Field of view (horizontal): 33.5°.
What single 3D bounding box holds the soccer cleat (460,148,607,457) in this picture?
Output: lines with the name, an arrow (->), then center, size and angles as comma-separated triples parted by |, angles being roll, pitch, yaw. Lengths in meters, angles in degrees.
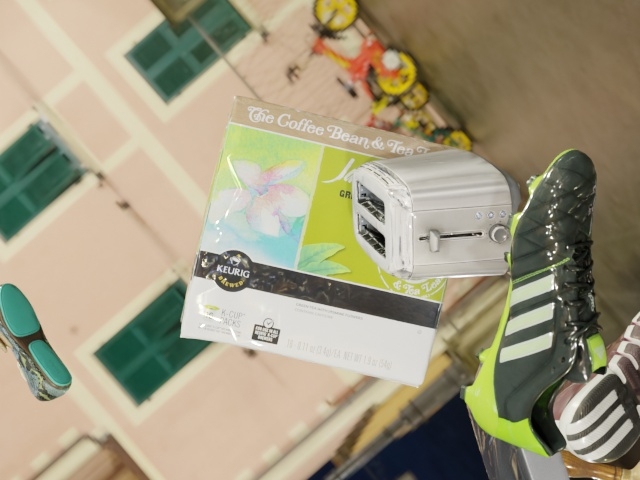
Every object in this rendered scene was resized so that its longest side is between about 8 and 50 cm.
soccer cleat -> 0.136, 0.038, 0.607 | 0.072, 0.178, 0.060 | 26, -157, 37

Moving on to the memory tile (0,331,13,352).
memory tile -> -0.416, 0.063, 1.235 | 0.113, 0.012, 0.148 | 26, 150, 51

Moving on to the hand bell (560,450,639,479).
hand bell -> 0.427, 0.344, 1.563 | 0.242, 0.126, 0.126 | 13, 177, 6

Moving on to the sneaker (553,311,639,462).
sneaker -> 0.313, 0.134, 1.159 | 0.162, 0.281, 0.106 | -12, 105, 58

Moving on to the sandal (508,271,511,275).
sandal -> 0.328, 0.035, 1.650 | 0.180, 0.072, 0.049 | 26, -173, 9

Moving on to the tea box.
tea box -> 0.000, 0.000, 1.461 | 0.329, 0.323, 0.220 | 12, 180, -7

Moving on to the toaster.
toaster -> 0.126, -0.034, 1.234 | 0.227, 0.147, 0.129 | -130, 36, -66

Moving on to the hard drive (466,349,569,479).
hard drive -> 0.247, 0.276, 1.304 | 0.172, 0.054, 0.254 | 94, 164, -56

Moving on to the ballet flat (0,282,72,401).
ballet flat -> -0.427, 0.151, 1.527 | 0.188, 0.070, 0.070 | 57, -177, 17
